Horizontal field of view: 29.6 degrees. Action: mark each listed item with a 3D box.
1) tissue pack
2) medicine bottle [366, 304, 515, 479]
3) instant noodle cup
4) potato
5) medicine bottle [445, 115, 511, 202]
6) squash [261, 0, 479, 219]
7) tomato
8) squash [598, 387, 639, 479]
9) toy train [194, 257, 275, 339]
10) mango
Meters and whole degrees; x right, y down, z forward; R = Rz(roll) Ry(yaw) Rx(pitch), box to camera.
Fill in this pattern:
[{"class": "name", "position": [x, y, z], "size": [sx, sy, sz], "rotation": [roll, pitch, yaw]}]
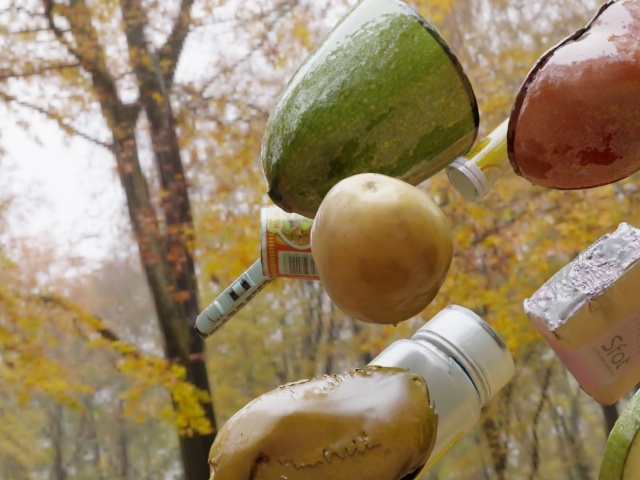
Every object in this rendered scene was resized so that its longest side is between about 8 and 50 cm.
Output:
[{"class": "tissue pack", "position": [0.440, 0.108, 1.817], "size": [0.215, 0.123, 0.256], "rotation": [-41, -47, 2]}, {"class": "medicine bottle", "position": [0.104, 0.201, 1.456], "size": [0.258, 0.143, 0.143], "rotation": [-41, -11, -21]}, {"class": "instant noodle cup", "position": [0.000, 0.000, 2.202], "size": [0.212, 0.193, 0.193], "rotation": [-2, -20, 2]}, {"class": "potato", "position": [0.068, 0.014, 1.338], "size": [0.150, 0.146, 0.234], "rotation": [-10, -19, -4]}, {"class": "medicine bottle", "position": [0.294, -0.154, 1.870], "size": [0.218, 0.074, 0.074], "rotation": [-41, -15, -14]}, {"class": "squash", "position": [0.036, -0.182, 1.903], "size": [0.309, 0.310, 0.310], "rotation": [-36, -11, -22]}, {"class": "tomato", "position": [0.303, -0.128, 1.235], "size": [0.228, 0.112, 0.199], "rotation": [-41, -38, -14]}, {"class": "squash", "position": [0.371, 0.209, 1.260], "size": [0.219, 0.219, 0.041], "rotation": [5, 16, -41]}, {"class": "toy train", "position": [-0.170, 0.115, 2.354], "size": [0.207, 0.043, 0.047], "rotation": [-43, -21, 14]}, {"class": "mango", "position": [0.001, 0.209, 1.247], "size": [0.249, 0.151, 0.156], "rotation": [-25, -62, -4]}]
